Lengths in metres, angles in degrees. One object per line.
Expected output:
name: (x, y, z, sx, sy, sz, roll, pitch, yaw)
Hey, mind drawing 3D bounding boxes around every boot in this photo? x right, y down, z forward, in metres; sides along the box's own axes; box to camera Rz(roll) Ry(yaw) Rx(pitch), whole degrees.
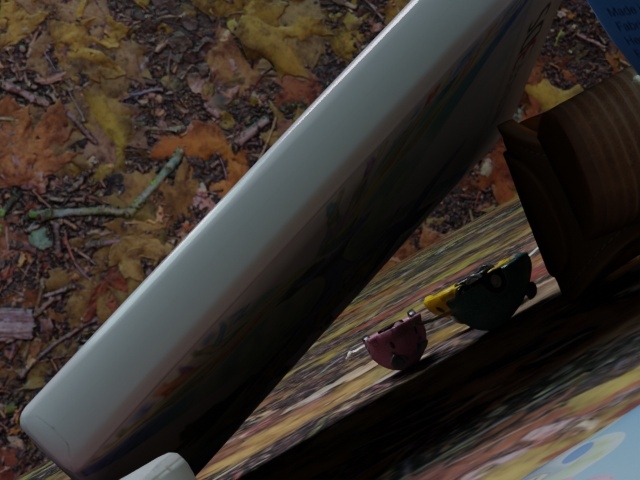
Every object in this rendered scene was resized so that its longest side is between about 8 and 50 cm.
boot: (0.212, -0.063, 0.793, 0.220, 0.109, 0.283, -21, -11, -2)

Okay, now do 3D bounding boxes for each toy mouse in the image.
toy mouse: (0.079, 0.047, 0.922, 0.161, 0.031, 0.143, -29, 0, 15)

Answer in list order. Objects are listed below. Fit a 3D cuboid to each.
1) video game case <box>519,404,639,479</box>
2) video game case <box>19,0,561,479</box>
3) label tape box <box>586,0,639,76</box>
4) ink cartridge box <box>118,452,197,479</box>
video game case: (0.057, 0.062, 0.256, 0.285, 0.025, 0.204, -29, 0, -17)
video game case: (0.000, 0.000, 0.749, 0.329, 0.036, 0.300, -47, -9, -12)
label tape box: (0.282, -0.199, 0.562, 0.348, 0.115, 0.249, -51, 24, -20)
ink cartridge box: (-0.207, 0.186, 0.464, 0.371, 0.069, 0.176, -26, 1, 16)
